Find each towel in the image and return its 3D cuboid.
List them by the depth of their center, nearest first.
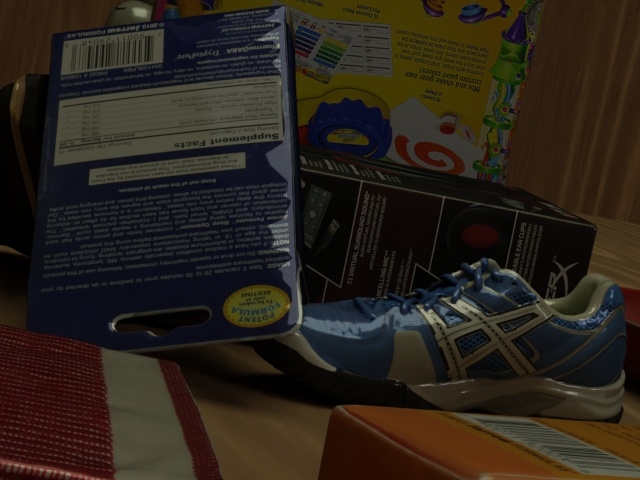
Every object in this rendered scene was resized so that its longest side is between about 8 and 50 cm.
[{"bbox_3d":[-0.203,0.045,0.478,0.329,0.037,0.237,12,4,-11],"label":"towel"}]

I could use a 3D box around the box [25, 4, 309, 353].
[{"bbox_3d":[-0.078,-0.028,0.715,0.136,0.036,0.225,-6,50,3],"label":"box"}]

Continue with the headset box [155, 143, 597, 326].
[{"bbox_3d":[0.000,0.000,0.885,0.293,0.110,0.218,11,7,-5],"label":"headset box"}]

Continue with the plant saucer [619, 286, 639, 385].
[{"bbox_3d":[0.291,0.083,0.982,0.258,0.047,0.259,8,6,-26],"label":"plant saucer"}]

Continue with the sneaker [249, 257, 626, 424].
[{"bbox_3d":[0.065,0.047,0.723,0.211,0.081,0.080,7,9,-20],"label":"sneaker"}]

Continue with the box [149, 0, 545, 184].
[{"bbox_3d":[-0.002,-0.112,1.115,0.290,0.279,0.177,11,7,-9],"label":"box"}]

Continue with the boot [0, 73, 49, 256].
[{"bbox_3d":[-0.219,-0.039,0.840,0.137,0.076,0.198,7,-28,-1],"label":"boot"}]

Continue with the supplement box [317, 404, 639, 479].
[{"bbox_3d":[0.112,0.098,0.391,0.233,0.078,0.080,9,4,-27],"label":"supplement box"}]

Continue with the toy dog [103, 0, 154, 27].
[{"bbox_3d":[-0.038,-0.218,1.401,0.334,0.161,0.220,6,8,-44],"label":"toy dog"}]
